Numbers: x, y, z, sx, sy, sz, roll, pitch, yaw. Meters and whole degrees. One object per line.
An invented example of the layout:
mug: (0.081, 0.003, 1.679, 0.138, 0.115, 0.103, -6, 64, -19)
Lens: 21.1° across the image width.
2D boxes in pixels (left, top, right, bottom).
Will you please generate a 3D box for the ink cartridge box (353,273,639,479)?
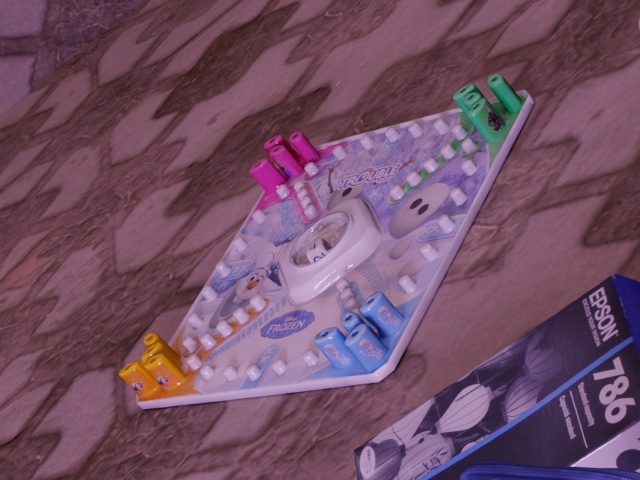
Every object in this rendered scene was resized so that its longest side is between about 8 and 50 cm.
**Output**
ink cartridge box: (0.174, 0.140, 1.292, 0.333, 0.065, 0.165, -36, 30, 17)

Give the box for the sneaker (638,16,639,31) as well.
sneaker: (0.420, -0.296, 1.610, 0.330, 0.122, 0.146, -45, 28, -7)

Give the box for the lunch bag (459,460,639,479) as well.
lunch bag: (0.195, 0.240, 0.887, 0.115, 0.303, 0.243, -53, 15, -22)

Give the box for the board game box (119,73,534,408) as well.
board game box: (0.000, 0.000, 1.817, 0.390, 0.050, 0.390, -12, 38, 46)
